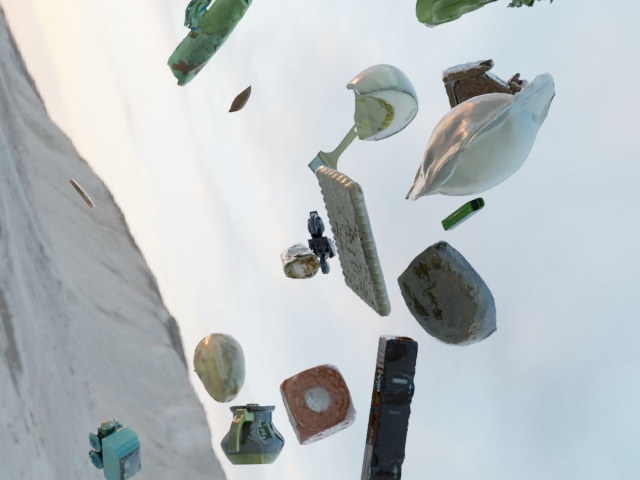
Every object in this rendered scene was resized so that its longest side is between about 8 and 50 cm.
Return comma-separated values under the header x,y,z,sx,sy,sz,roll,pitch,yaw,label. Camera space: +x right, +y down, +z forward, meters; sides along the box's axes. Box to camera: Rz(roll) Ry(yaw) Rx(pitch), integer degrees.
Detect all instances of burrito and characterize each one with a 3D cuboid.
x,y,z,sx,sy,sz,roll,pitch,yaw,label
-0.245,-0.449,1.319,0.288,0.104,0.054,-40,-155,30,burrito
-0.054,0.044,1.444,0.226,0.087,0.060,-141,-134,-79,burrito

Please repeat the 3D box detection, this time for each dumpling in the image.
x,y,z,sx,sy,sz,roll,pitch,yaw,label
0.279,-0.171,1.195,0.341,0.260,0.181,-13,-78,42,dumpling

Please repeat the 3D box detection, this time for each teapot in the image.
x,y,z,sx,sy,sz,roll,pitch,yaw,label
-0.142,0.386,1.254,0.165,0.130,0.119,47,38,-67,teapot

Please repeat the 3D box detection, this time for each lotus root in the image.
x,y,z,sx,sy,sz,roll,pitch,yaw,label
0.361,0.172,1.790,0.314,0.142,0.210,53,-43,3,lotus root

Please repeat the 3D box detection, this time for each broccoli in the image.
x,y,z,sx,sy,sz,roll,pitch,yaw,label
0.446,-0.680,1.551,0.397,0.353,0.274,-11,-72,56,broccoli

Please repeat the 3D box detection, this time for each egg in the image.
x,y,z,sx,sy,sz,roll,pitch,yaw,label
0.192,-0.453,1.950,0.271,0.206,0.161,63,16,-65,egg

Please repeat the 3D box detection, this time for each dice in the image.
x,y,z,sx,sy,sz,roll,pitch,yaw,label
-0.007,0.458,1.746,0.179,0.174,0.175,92,-25,-61,dice

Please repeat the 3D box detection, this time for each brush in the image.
x,y,z,sx,sy,sz,roll,pitch,yaw,label
0.049,-0.236,1.631,0.011,0.205,0.083,5,-39,54,brush

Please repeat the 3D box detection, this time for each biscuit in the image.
x,y,z,sx,sy,sz,roll,pitch,yaw,label
0.075,-0.002,1.388,0.217,0.044,0.324,-139,-150,-64,biscuit
-0.615,-0.124,1.614,0.078,0.015,0.091,43,-17,27,biscuit

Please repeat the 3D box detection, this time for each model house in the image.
x,y,z,sx,sy,sz,roll,pitch,yaw,label
0.452,-0.436,1.802,0.219,0.229,0.199,-56,-174,38,model house

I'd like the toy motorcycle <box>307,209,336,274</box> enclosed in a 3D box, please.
x,y,z,sx,sy,sz,roll,pitch,yaw,label
0.001,0.000,2.024,0.122,0.082,0.213,-95,172,-64,toy motorcycle

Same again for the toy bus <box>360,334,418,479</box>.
x,y,z,sx,sy,sz,roll,pitch,yaw,label
0.166,0.433,1.518,0.092,0.093,0.408,-153,-110,-78,toy bus

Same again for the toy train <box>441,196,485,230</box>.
x,y,z,sx,sy,sz,roll,pitch,yaw,label
0.488,-0.092,2.160,0.209,0.042,0.044,-46,-120,59,toy train

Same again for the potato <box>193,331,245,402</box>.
x,y,z,sx,sy,sz,roll,pitch,yaw,label
-0.283,0.365,1.790,0.234,0.161,0.128,53,-57,36,potato

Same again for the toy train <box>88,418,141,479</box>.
x,y,z,sx,sy,sz,roll,pitch,yaw,label
-0.607,0.629,1.860,0.154,0.107,0.198,27,-56,31,toy train

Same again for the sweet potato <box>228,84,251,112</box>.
x,y,z,sx,sy,sz,roll,pitch,yaw,label
-0.212,-0.375,1.673,0.095,0.034,0.034,-49,-134,13,sweet potato
